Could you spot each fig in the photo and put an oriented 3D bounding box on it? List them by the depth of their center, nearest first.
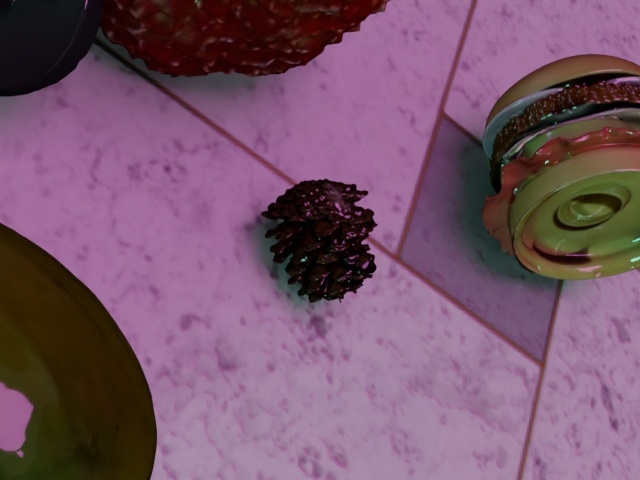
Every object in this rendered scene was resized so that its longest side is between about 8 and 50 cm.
[{"bbox_3d":[-0.189,0.061,0.624,0.203,0.203,0.225,-23,91,-44],"label":"fig"}]

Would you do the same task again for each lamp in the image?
[{"bbox_3d":[-0.286,-0.147,0.685,0.371,0.108,0.130,2,67,-47],"label":"lamp"}]

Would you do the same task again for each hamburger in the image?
[{"bbox_3d":[0.195,-0.062,1.032,0.175,0.175,0.137,13,50,-34],"label":"hamburger"}]

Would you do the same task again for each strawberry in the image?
[{"bbox_3d":[-0.049,-0.229,0.861,0.261,0.257,0.261,13,61,-24],"label":"strawberry"}]

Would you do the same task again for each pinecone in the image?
[{"bbox_3d":[0.000,0.000,0.903,0.077,0.077,0.083,-18,112,-43],"label":"pinecone"}]
